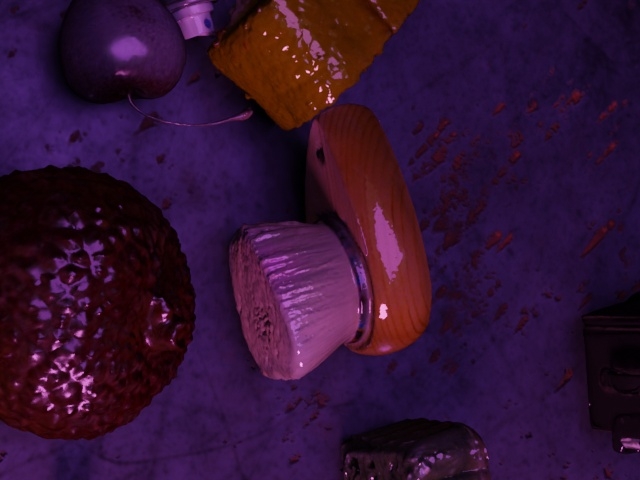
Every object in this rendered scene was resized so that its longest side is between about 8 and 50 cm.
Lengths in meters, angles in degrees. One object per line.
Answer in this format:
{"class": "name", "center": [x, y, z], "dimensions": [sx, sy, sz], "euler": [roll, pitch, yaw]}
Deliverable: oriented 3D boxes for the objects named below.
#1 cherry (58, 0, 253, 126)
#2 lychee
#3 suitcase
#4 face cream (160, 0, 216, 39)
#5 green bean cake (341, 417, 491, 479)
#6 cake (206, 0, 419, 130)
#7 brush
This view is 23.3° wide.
{"class": "cherry", "center": [-0.172, -0.200, 1.563], "dimensions": [0.188, 0.148, 0.115], "euler": [-7, 132, -18]}
{"class": "lychee", "center": [-0.241, 0.055, 1.438], "dimensions": [0.260, 0.260, 0.261], "euler": [3, 83, -24]}
{"class": "suitcase", "center": [0.522, 0.133, 1.756], "dimensions": [0.434, 0.283, 0.194], "euler": [-6, 90, -24]}
{"class": "face cream", "center": [-0.168, -0.345, 1.599], "dimensions": [0.073, 0.073, 0.283], "euler": [-18, 92, -25]}
{"class": "green bean cake", "center": [0.098, 0.280, 1.603], "dimensions": [0.094, 0.173, 0.181], "euler": [-8, 91, -27]}
{"class": "cake", "center": [0.005, -0.247, 1.612], "dimensions": [0.156, 0.179, 0.260], "euler": [46, 66, -14]}
{"class": "brush", "center": [0.000, 0.000, 1.582], "dimensions": [0.166, 0.174, 0.267], "euler": [-11, 97, -21]}
